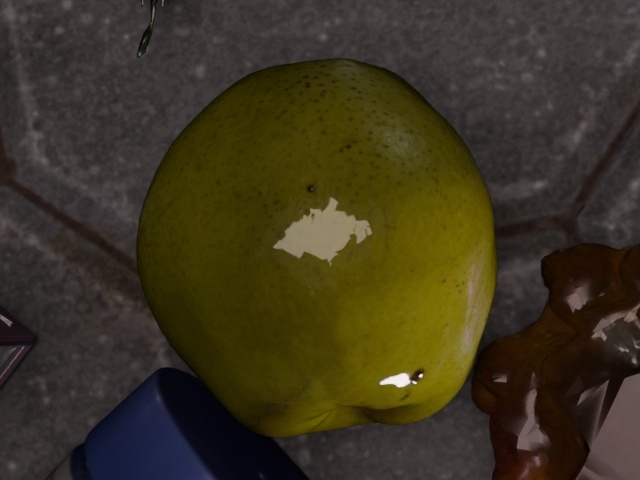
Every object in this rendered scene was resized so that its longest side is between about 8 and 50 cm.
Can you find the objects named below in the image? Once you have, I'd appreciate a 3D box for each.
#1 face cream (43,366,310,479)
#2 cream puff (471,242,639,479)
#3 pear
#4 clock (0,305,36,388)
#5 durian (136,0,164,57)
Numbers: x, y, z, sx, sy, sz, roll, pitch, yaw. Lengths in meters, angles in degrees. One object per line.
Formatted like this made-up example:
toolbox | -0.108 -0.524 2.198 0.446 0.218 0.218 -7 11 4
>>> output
face cream | -0.117 0.258 1.141 0.225 0.249 0.249 -42 81 5
cream puff | 0.256 0.114 1.141 0.269 0.155 0.241 21 89 12
pear | 0.000 0.000 1.134 0.294 0.294 0.294 -1 86 9
clock | -0.321 0.117 1.208 0.063 0.197 0.150 38 92 8
durian | -0.184 -0.331 1.263 0.132 0.106 0.375 -22 82 4
